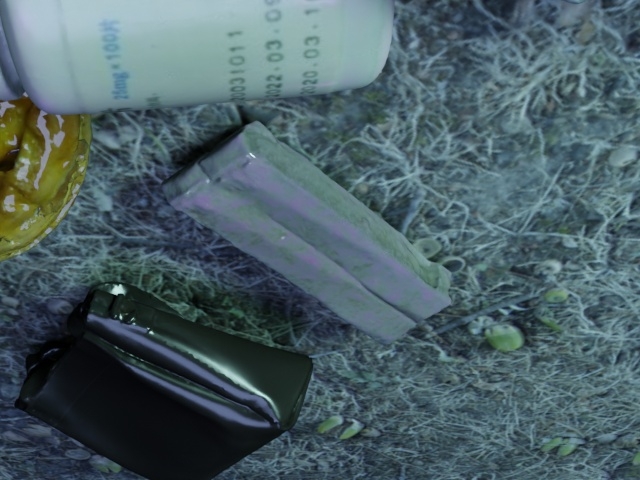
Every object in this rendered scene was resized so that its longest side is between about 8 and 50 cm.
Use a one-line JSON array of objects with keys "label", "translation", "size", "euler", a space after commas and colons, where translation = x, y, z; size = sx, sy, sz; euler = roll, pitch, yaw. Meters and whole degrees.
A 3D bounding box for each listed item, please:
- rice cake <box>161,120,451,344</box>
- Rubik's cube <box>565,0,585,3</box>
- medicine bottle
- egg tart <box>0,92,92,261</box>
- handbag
[{"label": "rice cake", "translation": [0.002, 0.000, 0.860], "size": [0.106, 0.050, 0.298], "euler": [-28, 133, 32]}, {"label": "Rubik's cube", "translation": [0.067, -0.265, 0.407], "size": [0.205, 0.205, 0.207], "euler": [13, 138, -15]}, {"label": "medicine bottle", "translation": [-0.112, -0.158, 0.541], "size": [0.292, 0.170, 0.170], "euler": [-6, 142, -8]}, {"label": "egg tart", "translation": [-0.309, -0.104, 0.686], "size": [0.297, 0.132, 0.297], "euler": [-3, 128, -4]}, {"label": "handbag", "translation": [-0.175, 0.158, 1.013], "size": [0.257, 0.114, 0.285], "euler": [26, 143, -19]}]
